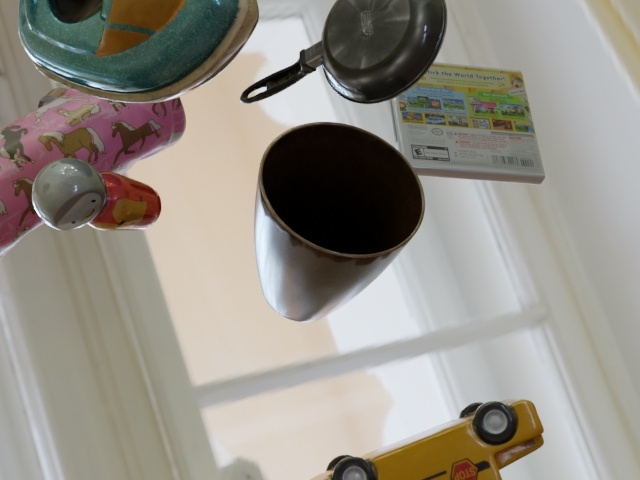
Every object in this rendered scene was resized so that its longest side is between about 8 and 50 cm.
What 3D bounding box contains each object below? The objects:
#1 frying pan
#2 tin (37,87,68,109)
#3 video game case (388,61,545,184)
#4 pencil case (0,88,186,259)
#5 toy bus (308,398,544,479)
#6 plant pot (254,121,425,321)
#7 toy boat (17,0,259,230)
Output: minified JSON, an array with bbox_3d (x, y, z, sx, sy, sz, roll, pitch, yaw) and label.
[{"bbox_3d":[0.025,-0.282,1.744,0.326,0.197,0.053,6,-13,36],"label":"frying pan"},{"bbox_3d":[-0.450,-0.194,2.262,0.040,0.106,0.190,-47,-6,-36],"label":"tin"},{"bbox_3d":[0.215,-0.181,1.941,0.227,0.206,0.026,3,-32,-15],"label":"video game case"},{"bbox_3d":[-0.348,-0.109,1.690,0.167,0.160,0.386,21,46,36],"label":"pencil case"},{"bbox_3d":[0.108,0.294,1.522,0.332,0.130,0.108,-20,-6,-8],"label":"toy bus"},{"bbox_3d":[0.000,0.000,1.686,0.215,0.215,0.230,-13,-31,-26],"label":"plant pot"},{"bbox_3d":[-0.192,-0.163,1.206,0.267,0.318,0.148,5,-2,30],"label":"toy boat"}]
